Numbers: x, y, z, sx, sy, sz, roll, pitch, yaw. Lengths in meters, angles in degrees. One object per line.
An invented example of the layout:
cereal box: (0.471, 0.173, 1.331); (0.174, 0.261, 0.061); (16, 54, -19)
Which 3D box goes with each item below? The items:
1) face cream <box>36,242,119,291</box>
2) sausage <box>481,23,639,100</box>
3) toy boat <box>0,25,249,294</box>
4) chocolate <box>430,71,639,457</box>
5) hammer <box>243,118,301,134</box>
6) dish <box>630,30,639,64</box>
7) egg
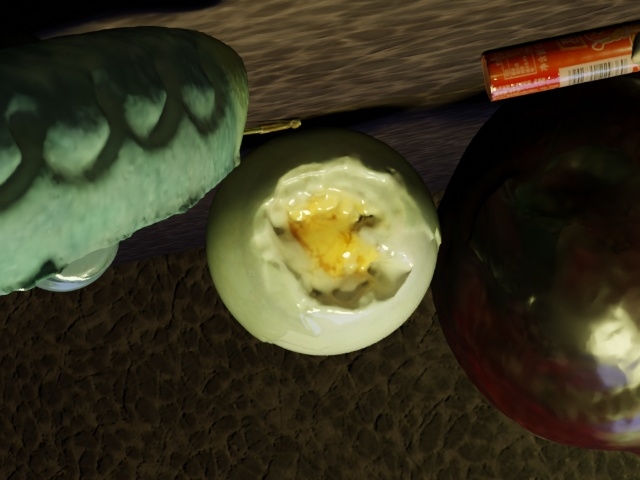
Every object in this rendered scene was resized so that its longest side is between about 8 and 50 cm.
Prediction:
face cream: (-0.221, -0.004, 1.633); (0.135, 0.086, 0.385); (-11, -177, -12)
sausage: (0.172, -0.120, 1.313); (0.129, 0.034, 0.034); (-12, 178, -2)
toy boat: (-0.171, -0.044, 0.788); (0.215, 0.123, 0.330); (-4, -166, 34)
chocolate: (0.270, 0.004, 1.588); (0.384, 0.383, 0.331); (-13, 164, 37)
hammer: (-0.054, -0.079, 1.434); (0.029, 0.014, 0.123); (-2, -175, 37)
dish: (0.239, -0.133, 0.909); (0.154, 0.064, 0.234); (-11, 177, -32)
egg: (0.000, 0.000, 1.574); (0.183, 0.183, 0.217); (-12, -179, -4)
